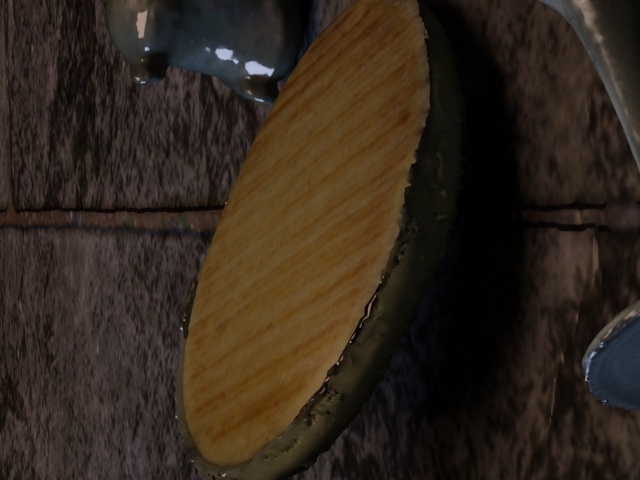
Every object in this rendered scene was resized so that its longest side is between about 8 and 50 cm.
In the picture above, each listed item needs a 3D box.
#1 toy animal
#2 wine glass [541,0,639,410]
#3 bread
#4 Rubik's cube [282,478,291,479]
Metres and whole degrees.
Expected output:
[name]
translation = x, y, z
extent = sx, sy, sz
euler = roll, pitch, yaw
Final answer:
[toy animal]
translation = -0.062, -0.214, 1.090
extent = 0.127, 0.125, 0.251
euler = 21, 108, 37
[wine glass]
translation = 0.021, -0.075, 0.679
extent = 0.096, 0.264, 0.309
euler = 72, -177, -60
[bread]
translation = 0.000, 0.000, 0.932
extent = 0.267, 0.040, 0.267
euler = -51, 27, 38
[Rubik's cube]
translation = -0.024, 0.237, 0.876
extent = 0.213, 0.224, 0.265
euler = -109, 21, -52
